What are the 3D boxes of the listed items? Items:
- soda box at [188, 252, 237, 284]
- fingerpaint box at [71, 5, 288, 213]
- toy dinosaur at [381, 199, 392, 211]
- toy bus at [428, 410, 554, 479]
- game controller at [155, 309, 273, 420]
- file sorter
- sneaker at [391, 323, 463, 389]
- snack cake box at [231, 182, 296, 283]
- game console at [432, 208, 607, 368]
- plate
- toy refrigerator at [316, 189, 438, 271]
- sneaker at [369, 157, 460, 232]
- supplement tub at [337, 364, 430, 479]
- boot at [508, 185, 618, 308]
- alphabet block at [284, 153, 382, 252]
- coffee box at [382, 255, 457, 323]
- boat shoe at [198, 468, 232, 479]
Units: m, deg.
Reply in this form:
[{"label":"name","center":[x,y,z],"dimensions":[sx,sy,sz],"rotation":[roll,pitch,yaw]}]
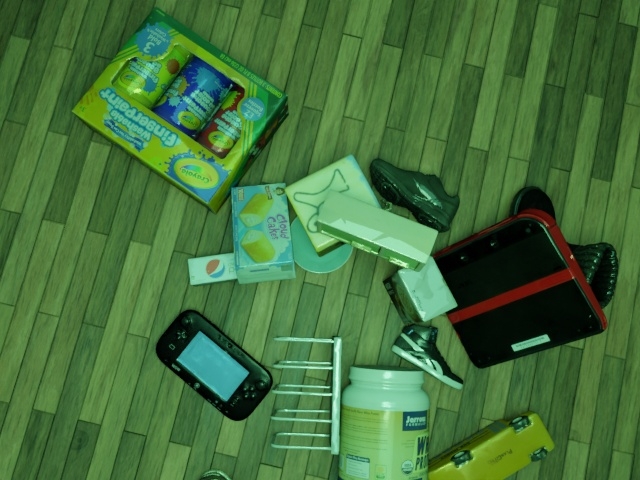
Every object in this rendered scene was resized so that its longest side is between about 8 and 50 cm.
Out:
[{"label":"soda box","center":[-0.248,0.074,1.626],"dimensions":[0.216,0.069,0.074],"rotation":[-8,82,-4]},{"label":"fingerpaint box","center":[-0.372,-0.353,1.632],"dimensions":[0.444,0.163,0.371],"rotation":[35,82,3]},{"label":"toy dinosaur","center":[0.171,-0.069,1.683],"dimensions":[0.183,0.053,0.093],"rotation":[20,96,8]},{"label":"toy bus","center":[0.434,0.569,1.555],"dimensions":[0.332,0.130,0.108],"rotation":[-28,83,-6]},{"label":"game controller","center":[-0.285,0.334,1.589],"dimensions":[0.319,0.067,0.166],"rotation":[39,82,4]},{"label":"file sorter","center":[-0.037,0.387,1.531],"dimensions":[0.173,0.193,0.278],"rotation":[1,82,0]},{"label":"sneaker","center":[0.313,0.304,1.613],"dimensions":[0.217,0.079,0.121],"rotation":[31,83,3]},{"label":"snack cake box","center":[-0.153,-0.022,1.581],"dimensions":[0.152,0.089,0.264],"rotation":[-7,55,-2]},{"label":"game console","center":[0.484,0.132,1.536],"dimensions":[0.060,0.386,0.342],"rotation":[-25,86,-49]},{"label":"plate","center":[0.000,0.000,1.670],"dimensions":[0.188,0.024,0.188],"rotation":[0,82,-3]},{"label":"toy refrigerator","center":[0.128,-0.018,1.401],"dimensions":[0.269,0.102,0.094],"rotation":[21,76,4]},{"label":"sneaker","center":[0.266,-0.146,1.675],"dimensions":[0.286,0.109,0.130],"rotation":[38,72,-4]},{"label":"supplement tub","center":[0.162,0.483,1.506],"dimensions":[0.228,0.228,0.316],"rotation":[3,82,-2]},{"label":"boot","center":[0.643,0.010,1.570],"dimensions":[0.131,0.260,0.348],"rotation":[-2,85,-23]},{"label":"alphabet block","center":[0.038,-0.086,1.567],"dimensions":[0.197,0.193,0.192],"rotation":[-27,82,-1]},{"label":"coffee box","center":[0.252,0.135,1.549],"dimensions":[0.098,0.246,0.141],"rotation":[-25,84,-7]},{"label":"boat shoe","center":[-0.188,0.720,1.522],"dimensions":[0.324,0.097,0.116],"rotation":[41,82,3]}]
